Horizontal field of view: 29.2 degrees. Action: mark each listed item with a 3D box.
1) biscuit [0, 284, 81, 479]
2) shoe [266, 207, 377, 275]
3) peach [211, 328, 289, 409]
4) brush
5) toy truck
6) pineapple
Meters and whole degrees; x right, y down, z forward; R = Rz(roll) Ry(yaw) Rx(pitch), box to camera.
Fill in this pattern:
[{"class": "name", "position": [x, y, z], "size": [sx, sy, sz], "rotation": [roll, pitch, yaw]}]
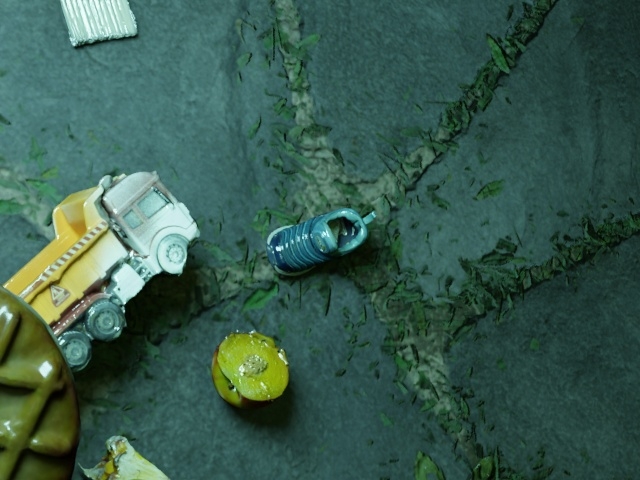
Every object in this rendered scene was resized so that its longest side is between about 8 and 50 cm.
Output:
[{"class": "biscuit", "position": [-0.364, 0.204, 1.132], "size": [0.268, 0.115, 0.366], "rotation": [27, 92, -28]}, {"class": "shoe", "position": [0.000, 0.000, 1.490], "size": [0.143, 0.071, 0.063], "rotation": [-19, 91, -29]}, {"class": "peach", "position": [-0.086, 0.152, 1.412], "size": [0.098, 0.061, 0.098], "rotation": [22, 47, -25]}, {"class": "brush", "position": [-0.294, -0.378, 1.410], "size": [0.090, 0.017, 0.314], "rotation": [-18, 90, -36]}, {"class": "toy truck", "position": [-0.258, 0.038, 1.297], "size": [0.270, 0.114, 0.135], "rotation": [-46, 110, -28]}, {"class": "pineapple", "position": [-0.195, 0.276, 1.313], "size": [0.116, 0.069, 0.137], "rotation": [0, 79, -32]}]
